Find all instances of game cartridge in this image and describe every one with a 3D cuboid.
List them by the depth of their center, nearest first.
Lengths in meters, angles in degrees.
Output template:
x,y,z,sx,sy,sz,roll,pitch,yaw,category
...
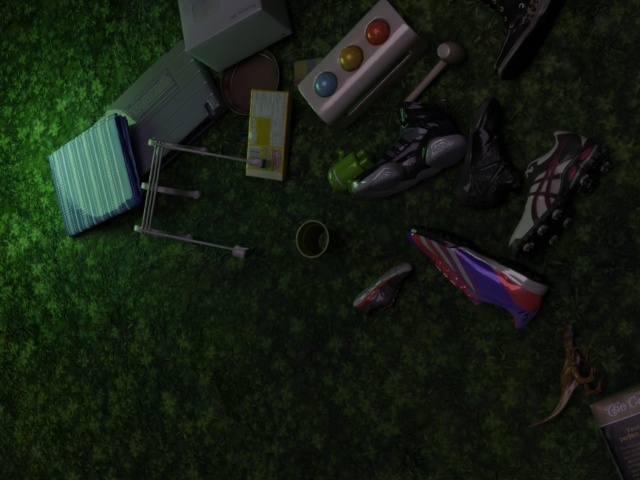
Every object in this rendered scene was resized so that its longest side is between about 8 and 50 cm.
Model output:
x,y,z,sx,sy,sz,roll,pitch,yaw,category
-0.411,-0.316,2.210,0.355,0.068,0.230,-37,65,21,game cartridge

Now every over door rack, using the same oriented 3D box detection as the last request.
x,y,z,sx,sy,sz,roll,pitch,yaw,category
-0.281,-0.102,2.088,0.324,0.108,0.240,13,97,22,over door rack

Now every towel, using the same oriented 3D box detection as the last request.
x,y,z,sx,sy,sz,roll,pitch,yaw,category
-0.027,-0.394,2.030,0.083,0.009,0.060,-6,82,28,towel
-0.585,-0.165,2.264,0.335,0.040,0.243,-19,82,40,towel

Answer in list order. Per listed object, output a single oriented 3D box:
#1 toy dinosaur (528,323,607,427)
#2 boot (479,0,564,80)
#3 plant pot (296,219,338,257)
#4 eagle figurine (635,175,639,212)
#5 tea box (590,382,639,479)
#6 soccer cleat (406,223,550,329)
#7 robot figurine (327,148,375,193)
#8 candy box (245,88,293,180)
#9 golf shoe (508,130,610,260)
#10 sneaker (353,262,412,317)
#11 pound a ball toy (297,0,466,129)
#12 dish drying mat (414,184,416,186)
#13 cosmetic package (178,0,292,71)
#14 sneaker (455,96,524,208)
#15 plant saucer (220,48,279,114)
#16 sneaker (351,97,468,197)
x,y,z,sx,sy,sz,roll,pitch,yaw,category
0.483,0.270,1.671,0.112,0.064,0.212,5,78,47,toy dinosaur
0.375,-0.458,1.772,0.178,0.085,0.237,34,95,29,boot
0.000,0.000,1.941,0.083,0.079,0.083,-3,84,28,plant pot
0.713,-0.095,1.497,0.298,0.226,0.225,7,69,34,eagle figurine
0.684,0.359,1.451,0.328,0.220,0.324,-26,75,24,tea box
0.299,0.064,1.759,0.318,0.108,0.117,27,103,26,soccer cleat
0.065,-0.152,1.925,0.115,0.067,0.101,-33,53,23,robot figurine
-0.121,-0.248,2.040,0.105,0.027,0.206,10,101,26,candy box
0.444,-0.086,1.701,0.120,0.105,0.273,40,96,35,golf shoe
0.146,0.109,1.876,0.158,0.061,0.065,-39,96,21,sneaker
0.125,-0.371,1.873,0.319,0.135,0.208,-43,67,20,pound a ball toy
0.172,-0.133,1.898,0.083,0.008,0.032,4,87,29,dish drying mat
-0.209,-0.559,2.055,0.224,0.138,0.225,-22,68,25,cosmetic package
0.359,-0.171,1.756,0.130,0.087,0.228,13,95,27,sneaker
-0.164,-0.383,2.095,0.168,0.029,0.169,-3,84,30,plant saucer
0.175,-0.200,1.850,0.268,0.101,0.153,-25,66,21,sneaker
